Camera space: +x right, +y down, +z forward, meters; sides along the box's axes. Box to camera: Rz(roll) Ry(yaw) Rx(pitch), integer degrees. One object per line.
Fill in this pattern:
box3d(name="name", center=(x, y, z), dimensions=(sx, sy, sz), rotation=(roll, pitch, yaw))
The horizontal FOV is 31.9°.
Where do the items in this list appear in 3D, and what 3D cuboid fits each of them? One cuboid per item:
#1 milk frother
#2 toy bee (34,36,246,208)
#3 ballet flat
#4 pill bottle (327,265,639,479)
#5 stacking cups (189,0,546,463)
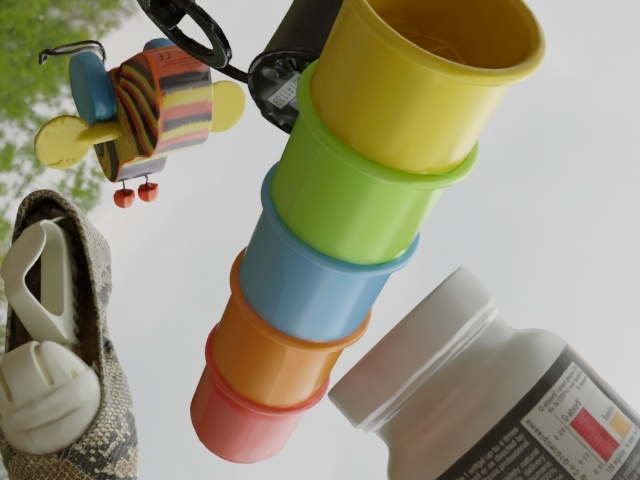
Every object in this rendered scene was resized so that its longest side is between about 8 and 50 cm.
box3d(name="milk frother", center=(-0.011, -0.140, 0.635), dimensions=(0.129, 0.143, 0.134), rotation=(-9, -134, 46))
box3d(name="toy bee", center=(-0.165, -0.109, 1.061), dimensions=(0.298, 0.195, 0.162), rotation=(-121, -160, -74))
box3d(name="ballet flat", center=(-0.319, 0.123, 1.311), dimensions=(0.164, 0.182, 0.482), rotation=(-17, -133, 2))
box3d(name="pill bottle", center=(0.146, 0.160, 0.752), dimensions=(0.162, 0.278, 0.162), rotation=(-42, 173, -6))
box3d(name="stacking cups", center=(0.000, 0.000, 0.577), dimensions=(0.316, 0.096, 0.096), rotation=(118, -25, -44))
